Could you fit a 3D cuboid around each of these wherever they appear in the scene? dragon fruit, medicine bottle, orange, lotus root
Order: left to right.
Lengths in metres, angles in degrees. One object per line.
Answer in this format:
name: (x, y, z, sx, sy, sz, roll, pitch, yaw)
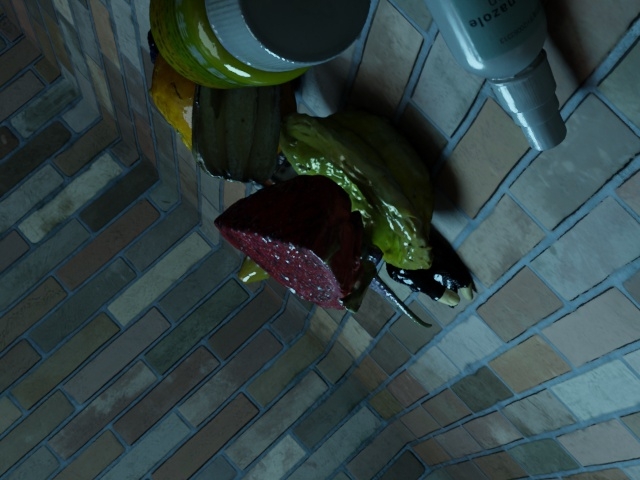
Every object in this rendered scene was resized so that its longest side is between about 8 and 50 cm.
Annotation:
orange: (-0.168, -0.255, 2.034, 0.284, 0.226, 0.284, 54, 173, 10)
lotus root: (-0.146, -0.247, 1.853, 0.167, 0.329, 0.078, 15, 163, -36)
medicine bottle: (-0.090, -0.327, 1.602, 0.224, 0.224, 0.384, 52, 165, -18)
dragon fruit: (0.000, 0.000, 1.847, 0.317, 0.152, 0.205, 14, 150, 54)
medicine bottle: (0.180, -0.242, 1.228, 0.110, 0.110, 0.352, 28, 157, 55)

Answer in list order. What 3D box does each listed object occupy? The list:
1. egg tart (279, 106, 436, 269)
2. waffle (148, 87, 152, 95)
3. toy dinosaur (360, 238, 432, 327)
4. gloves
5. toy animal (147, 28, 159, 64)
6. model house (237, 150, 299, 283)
egg tart: (0.084, -0.098, 1.894, 0.345, 0.132, 0.345, 45, 166, 14)
waffle: (-0.263, -0.281, 2.559, 0.224, 0.098, 0.328, 54, 165, -18)
toy dinosaur: (0.073, 0.058, 1.996, 0.200, 0.072, 0.251, 25, 150, 35)
gloves: (0.207, 0.053, 2.065, 0.181, 0.106, 0.129, 22, 178, -22)
toy animal: (-0.268, -0.359, 2.235, 0.185, 0.122, 0.298, 81, 175, -65)
model house: (-0.068, -0.053, 2.182, 0.271, 0.301, 0.190, 31, 165, 51)
